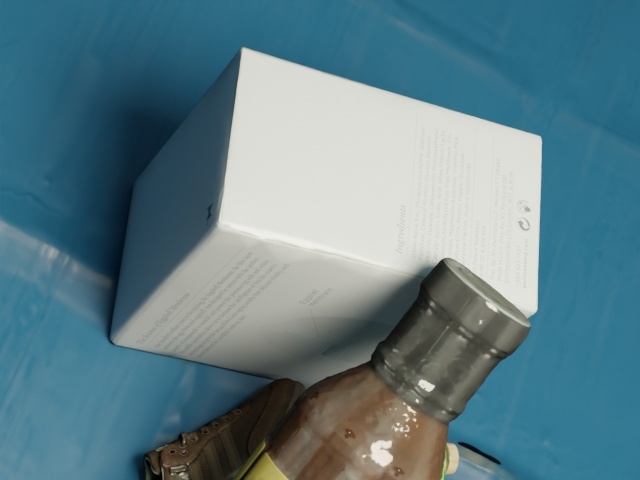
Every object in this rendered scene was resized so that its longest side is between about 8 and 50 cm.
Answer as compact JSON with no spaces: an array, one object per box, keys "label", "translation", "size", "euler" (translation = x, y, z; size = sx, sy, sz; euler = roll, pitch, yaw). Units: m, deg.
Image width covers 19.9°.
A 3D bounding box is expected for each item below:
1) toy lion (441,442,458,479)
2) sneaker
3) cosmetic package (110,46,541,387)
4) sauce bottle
[{"label":"toy lion","translation":[0.065,0.189,1.274],"size":[0.034,0.100,0.096],"euler":[6,82,-24]},{"label":"sneaker","translation":[-0.079,0.152,1.239],"size":[0.071,0.066,0.188],"euler":[39,57,-4]},{"label":"cosmetic package","translation":[0.000,0.000,1.250],"size":[0.225,0.224,0.138],"euler":[14,63,-20]},{"label":"sauce bottle","translation":[0.000,0.166,1.131],"size":[0.111,0.111,0.344],"euler":[37,100,-7]}]
